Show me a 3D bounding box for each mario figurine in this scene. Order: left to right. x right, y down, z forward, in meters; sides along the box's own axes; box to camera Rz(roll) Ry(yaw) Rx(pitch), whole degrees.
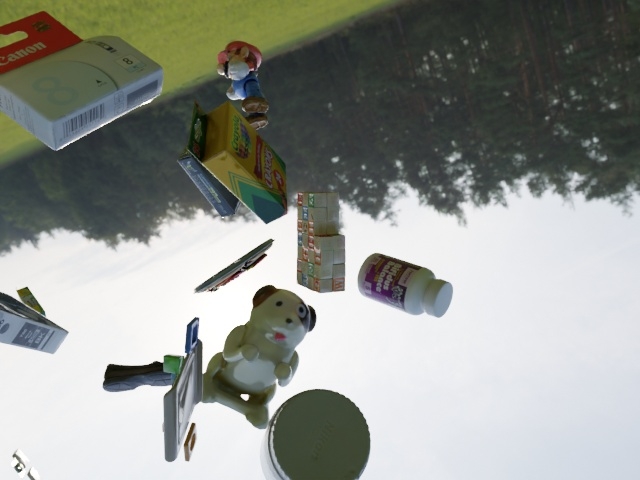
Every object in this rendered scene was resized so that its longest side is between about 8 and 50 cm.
[{"bbox_3d":[-0.265,-0.498,1.808,0.170,0.320,0.198,13,138,-42],"label":"mario figurine"}]

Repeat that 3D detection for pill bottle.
[{"bbox_3d":[0.288,0.156,1.947,0.302,0.169,0.169,17,-140,37],"label":"pill bottle"}]

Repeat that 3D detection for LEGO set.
[{"bbox_3d":[-0.783,0.665,1.526,0.060,0.182,0.244,-37,-172,-22],"label":"LEGO set"}]

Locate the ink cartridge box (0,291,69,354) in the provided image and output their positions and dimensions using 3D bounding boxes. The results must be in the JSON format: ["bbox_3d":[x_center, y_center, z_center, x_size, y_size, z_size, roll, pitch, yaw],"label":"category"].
[{"bbox_3d":[-0.618,0.132,1.062,0.065,0.166,0.332,-59,170,-13],"label":"ink cartridge box"}]

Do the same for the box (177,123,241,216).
[{"bbox_3d":[-0.307,-0.213,1.700,0.059,0.232,0.183,-11,-140,28],"label":"box"}]

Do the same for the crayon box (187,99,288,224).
[{"bbox_3d":[-0.204,-0.212,1.476,0.081,0.318,0.202,-25,-134,21],"label":"crayon box"}]

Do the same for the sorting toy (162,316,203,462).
[{"bbox_3d":[-0.295,0.327,1.192,0.047,0.347,0.196,7,-156,3],"label":"sorting toy"}]

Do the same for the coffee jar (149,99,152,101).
[{"bbox_3d":[-0.531,-0.372,1.482,0.184,0.079,0.096,-30,-169,-28],"label":"coffee jar"}]

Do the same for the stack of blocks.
[{"bbox_3d":[0.000,0.000,1.754,0.087,0.296,0.171,-3,-173,-26],"label":"stack of blocks"}]

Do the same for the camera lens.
[{"bbox_3d":[-0.017,0.449,1.242,0.220,0.219,0.274,-30,161,-22],"label":"camera lens"}]

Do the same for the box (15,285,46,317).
[{"bbox_3d":[-0.971,0.233,1.926,0.043,0.105,0.179,-26,-132,-37],"label":"box"}]

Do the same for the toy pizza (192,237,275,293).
[{"bbox_3d":[-0.173,0.060,1.182,0.201,0.032,0.201,-33,-175,3],"label":"toy pizza"}]

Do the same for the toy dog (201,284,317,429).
[{"bbox_3d":[-0.178,0.355,1.914,0.407,0.285,0.395,-57,-178,16],"label":"toy dog"}]

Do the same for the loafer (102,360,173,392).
[{"bbox_3d":[-0.579,0.439,1.933,0.303,0.109,0.095,-6,-127,-8],"label":"loafer"}]

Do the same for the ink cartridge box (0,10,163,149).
[{"bbox_3d":[-0.597,-0.395,1.262,0.308,0.385,0.091,-46,169,-40],"label":"ink cartridge box"}]
